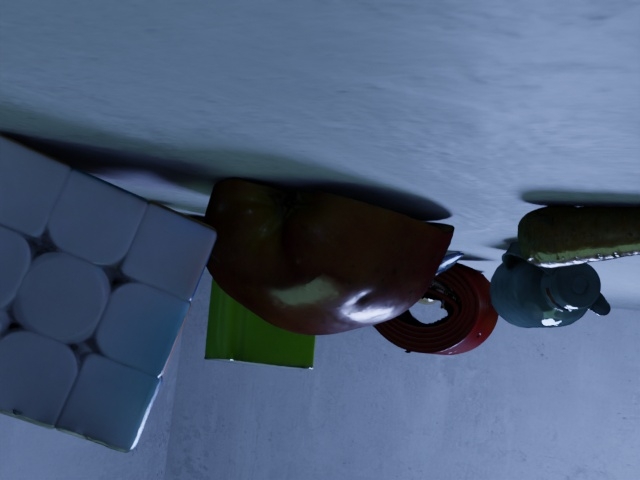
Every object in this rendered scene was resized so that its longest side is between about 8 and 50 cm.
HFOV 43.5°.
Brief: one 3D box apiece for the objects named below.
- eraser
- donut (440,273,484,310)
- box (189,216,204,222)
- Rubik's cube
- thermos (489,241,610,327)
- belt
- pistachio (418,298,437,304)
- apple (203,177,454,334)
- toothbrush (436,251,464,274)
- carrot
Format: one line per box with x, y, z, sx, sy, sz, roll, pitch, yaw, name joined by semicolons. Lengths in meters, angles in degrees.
-0.106;0.104;1.517;0.210;0.274;0.092;10;175;-28;eraser
0.384;0.148;2.180;0.085;0.141;0.217;16;175;3;donut
-0.179;-0.006;1.628;0.230;0.050;0.160;9;174;-25;box
-0.340;0.069;1.029;0.291;0.291;0.291;25;169;-19;Rubik's cube
0.396;0.073;1.429;0.182;0.145;0.286;39;172;2;thermos
0.244;0.151;1.858;0.323;0.228;0.115;5;173;39;belt
0.282;0.125;2.167;0.113;0.113;0.149;5;173;9;pistachio
0.000;0.000;1.158;0.328;0.295;0.365;-35;163;14;apple
0.166;0.100;1.806;0.035;0.042;0.413;29;144;-29;toothbrush
0.376;-0.008;0.923;0.298;0.078;0.078;-1;172;31;carrot
